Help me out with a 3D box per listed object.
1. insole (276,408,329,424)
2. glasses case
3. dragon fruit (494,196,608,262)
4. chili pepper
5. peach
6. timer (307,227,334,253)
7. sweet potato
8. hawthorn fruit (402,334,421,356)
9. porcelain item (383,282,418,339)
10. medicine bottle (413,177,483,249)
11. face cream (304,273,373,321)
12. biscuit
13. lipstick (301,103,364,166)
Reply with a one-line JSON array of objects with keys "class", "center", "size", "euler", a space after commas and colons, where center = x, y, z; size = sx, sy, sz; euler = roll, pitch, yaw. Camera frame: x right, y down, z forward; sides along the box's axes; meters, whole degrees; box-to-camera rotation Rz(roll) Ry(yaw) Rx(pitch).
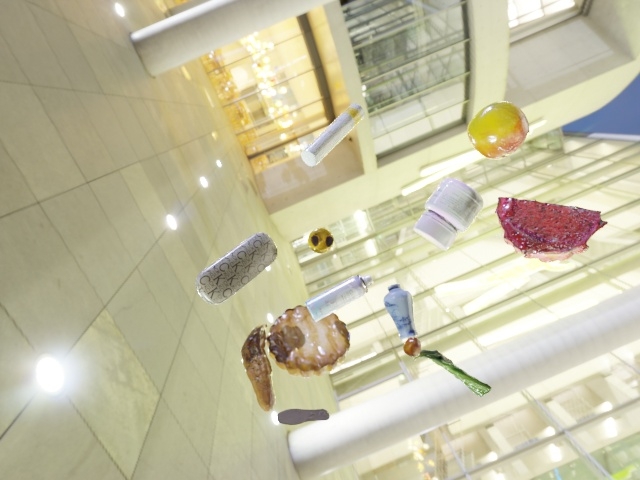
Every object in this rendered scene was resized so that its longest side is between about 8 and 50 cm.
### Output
[{"class": "insole", "center": [-0.040, 0.415, 1.010], "size": [0.045, 0.134, 0.002], "euler": [-116, -141, -53]}, {"class": "glasses case", "center": [-0.302, 0.099, 1.587], "size": [0.137, 0.354, 0.085], "euler": [56, -35, -9]}, {"class": "dragon fruit", "center": [0.602, -0.024, 1.138], "size": [0.189, 0.261, 0.163], "euler": [-6, 104, -60]}, {"class": "chili pepper", "center": [0.551, 0.546, 1.791], "size": [0.358, 0.085, 0.077], "euler": [31, 45, -6]}, {"class": "peach", "center": [0.727, -0.448, 1.745], "size": [0.231, 0.230, 0.231], "euler": [157, -90, -89]}, {"class": "timer", "center": [0.000, 0.000, 1.715], "size": [0.109, 0.107, 0.107], "euler": [168, -101, -83]}, {"class": "sweet potato", "center": [-0.224, 0.430, 1.500], "size": [0.095, 0.106, 0.355], "euler": [-61, -152, 33]}, {"class": "hawthorn fruit", "center": [0.360, 0.415, 1.667], "size": [0.077, 0.077, 0.077], "euler": [157, -90, -89]}, {"class": "porcelain item", "center": [0.384, 0.334, 2.029], "size": [0.141, 0.141, 0.260], "euler": [70, 4, -71]}, {"class": "medicine bottle", "center": [0.625, -0.127, 2.108], "size": [0.241, 0.302, 0.241], "euler": [36, 1, -1]}, {"class": "face cream", "center": [0.065, 0.177, 1.382], "size": [0.075, 0.229, 0.075], "euler": [60, -8, 14]}, {"class": "biscuit", "center": [-0.046, 0.389, 1.643], "size": [0.326, 0.324, 0.107], "euler": [-114, -161, -48]}, {"class": "lipstick", "center": [0.040, -0.320, 1.285], "size": [0.059, 0.264, 0.059], "euler": [30, -31, 20]}]
